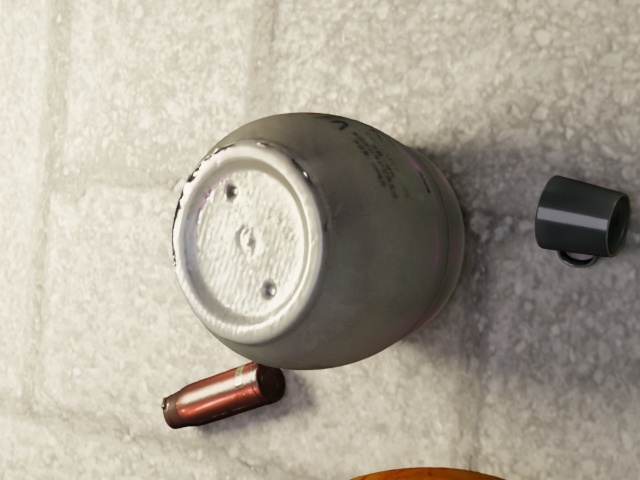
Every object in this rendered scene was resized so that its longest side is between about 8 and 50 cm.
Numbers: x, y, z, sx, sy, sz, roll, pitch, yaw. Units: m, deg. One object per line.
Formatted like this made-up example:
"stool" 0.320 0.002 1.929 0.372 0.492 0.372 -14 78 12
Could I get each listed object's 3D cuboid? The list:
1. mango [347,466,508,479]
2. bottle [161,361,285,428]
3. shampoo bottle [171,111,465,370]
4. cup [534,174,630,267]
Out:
"mango" 0.143 0.345 1.542 0.350 0.201 0.199 0 120 26
"bottle" -0.122 0.191 1.790 0.164 0.060 0.060 -21 79 32
"shampoo bottle" 0.000 0.000 1.579 0.273 0.266 0.273 2 93 35
"cup" 0.272 -0.013 1.522 0.077 0.078 0.100 13 132 28
